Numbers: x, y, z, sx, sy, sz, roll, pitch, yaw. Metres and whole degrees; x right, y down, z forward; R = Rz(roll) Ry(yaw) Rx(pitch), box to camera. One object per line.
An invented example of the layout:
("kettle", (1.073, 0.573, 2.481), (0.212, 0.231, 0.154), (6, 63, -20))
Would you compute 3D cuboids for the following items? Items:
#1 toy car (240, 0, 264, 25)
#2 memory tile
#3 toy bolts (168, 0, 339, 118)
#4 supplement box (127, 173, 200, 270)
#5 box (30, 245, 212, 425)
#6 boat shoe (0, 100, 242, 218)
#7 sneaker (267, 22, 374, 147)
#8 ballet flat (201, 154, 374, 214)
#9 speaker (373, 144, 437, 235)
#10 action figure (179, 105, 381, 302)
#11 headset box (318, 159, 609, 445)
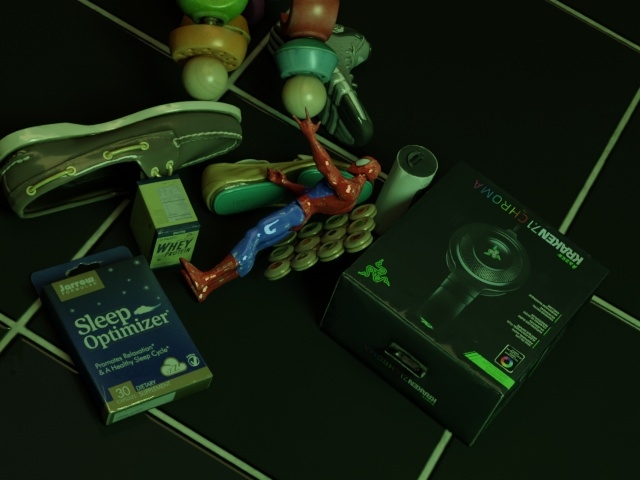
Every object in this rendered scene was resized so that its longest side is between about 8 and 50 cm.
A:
("toy car", (-0.124, -0.368, 2.110), (0.182, 0.159, 0.136), (-17, 96, -28))
("memory tile", (0.000, 0.000, 1.864), (0.148, 0.012, 0.113), (-20, 23, 18))
("toy bolts", (-0.092, -0.237, 1.989), (0.229, 0.218, 0.158), (5, 76, -9))
("supplement box", (-0.195, -0.022, 1.850), (0.056, 0.083, 0.083), (-12, 58, -24))
("box", (-0.241, 0.100, 1.777), (0.136, 0.036, 0.225), (-19, 61, -28))
("boat shoe", (-0.243, -0.100, 1.879), (0.324, 0.116, 0.096), (-11, 67, -23))
("sneaker", (0.038, -0.234, 2.084), (0.132, 0.086, 0.228), (-21, 62, -32))
("ballet flat", (-0.045, -0.083, 1.951), (0.232, 0.080, 0.073), (-4, 43, -21))
("speaker", (0.107, -0.063, 1.941), (0.055, 0.136, 0.055), (9, 52, -12))
("action figure", (-0.062, -0.054, 1.850), (0.280, 0.091, 0.139), (-29, 79, -11))
("headset box", (0.173, 0.079, 1.861), (0.246, 0.131, 0.283), (38, 53, 13))
